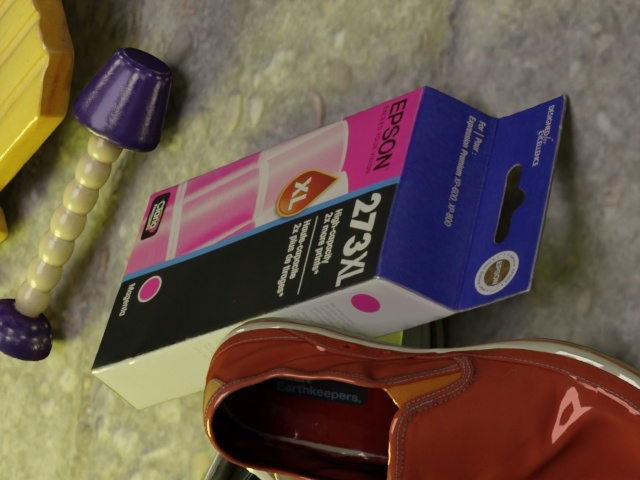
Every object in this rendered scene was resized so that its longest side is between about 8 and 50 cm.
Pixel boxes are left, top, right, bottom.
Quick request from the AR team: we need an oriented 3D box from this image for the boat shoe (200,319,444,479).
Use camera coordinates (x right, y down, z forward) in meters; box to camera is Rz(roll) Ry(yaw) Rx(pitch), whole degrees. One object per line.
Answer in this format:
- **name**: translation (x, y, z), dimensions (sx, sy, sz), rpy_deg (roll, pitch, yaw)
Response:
- **boat shoe**: translation (-0.013, 0.157, 1.388), dimensions (0.113, 0.103, 0.302), rpy_deg (37, 108, 39)

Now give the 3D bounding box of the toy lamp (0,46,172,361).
- **toy lamp**: translation (-0.202, -0.032, 1.598), dimensions (0.080, 0.080, 0.275), rpy_deg (44, 113, 36)

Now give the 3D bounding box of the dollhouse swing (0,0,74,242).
- **dollhouse swing**: translation (-0.412, -0.165, 1.651), dimensions (0.305, 0.315, 0.347), rpy_deg (126, 133, -60)

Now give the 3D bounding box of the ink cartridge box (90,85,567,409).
- **ink cartridge box**: translation (0.000, 0.000, 1.379), dimensions (0.371, 0.069, 0.176), rpy_deg (-17, 43, 37)

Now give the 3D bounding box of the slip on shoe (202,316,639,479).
- **slip on shoe**: translation (0.076, 0.124, 1.253), dimensions (0.331, 0.101, 0.123), rpy_deg (8, 118, 14)
